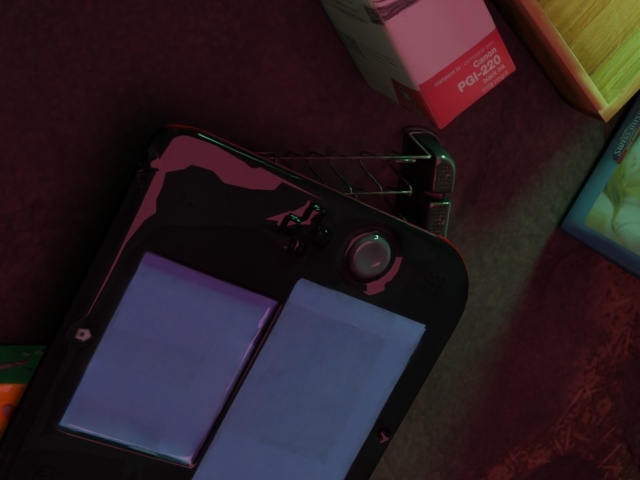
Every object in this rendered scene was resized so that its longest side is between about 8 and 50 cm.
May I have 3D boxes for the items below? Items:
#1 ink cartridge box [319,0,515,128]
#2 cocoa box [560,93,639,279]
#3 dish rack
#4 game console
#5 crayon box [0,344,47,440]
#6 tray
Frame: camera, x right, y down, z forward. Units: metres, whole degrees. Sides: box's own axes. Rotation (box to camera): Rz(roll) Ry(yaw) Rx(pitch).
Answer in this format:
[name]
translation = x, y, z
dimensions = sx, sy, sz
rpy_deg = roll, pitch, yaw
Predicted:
[ink cartridge box]
translation = 0.055, -0.222, 0.923
dimensions = 0.092, 0.158, 0.218
rpy_deg = -38, 122, -4
[cocoa box]
translation = 0.468, -0.081, 1.131
dimensions = 0.228, 0.231, 0.347
rpy_deg = 25, 98, -31
[dish rack]
translation = 0.000, 0.000, 1.045
dimensions = 0.271, 0.074, 0.208
rpy_deg = -3, 111, -22
[game console]
translation = -0.073, 0.124, 0.967
dimensions = 0.342, 0.060, 0.386
rpy_deg = 22, 101, -32
[crayon box]
translation = -0.227, 0.187, 1.008
dimensions = 0.278, 0.081, 0.165
rpy_deg = 4, 109, -26
[tray]
translation = 0.354, -0.336, 1.067
dimensions = 0.411, 0.076, 0.203
rpy_deg = -45, 122, -1
